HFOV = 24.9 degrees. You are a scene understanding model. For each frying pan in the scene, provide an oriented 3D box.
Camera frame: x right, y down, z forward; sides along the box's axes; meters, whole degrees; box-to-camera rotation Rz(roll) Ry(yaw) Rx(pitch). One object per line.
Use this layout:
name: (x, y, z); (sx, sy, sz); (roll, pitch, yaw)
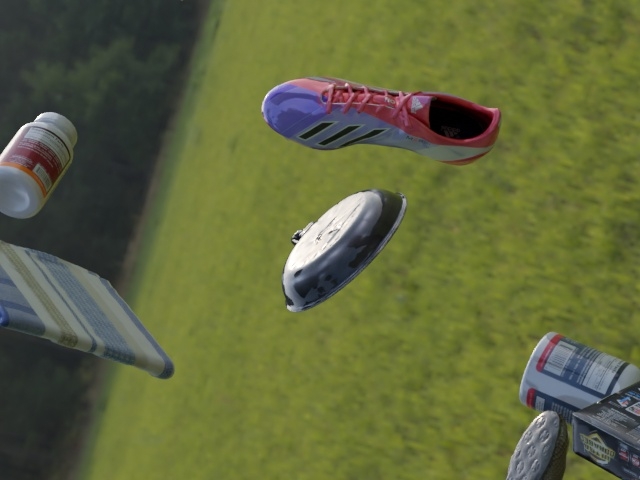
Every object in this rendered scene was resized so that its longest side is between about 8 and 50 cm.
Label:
frying pan: (0.022, -0.018, 1.805); (0.197, 0.053, 0.326); (-40, 17, 14)

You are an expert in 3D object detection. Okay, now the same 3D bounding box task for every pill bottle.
pill bottle: (0.363, 0.201, 1.897); (0.108, 0.180, 0.108); (-47, -30, -38)
pill bottle: (-0.392, -0.107, 1.986); (0.152, 0.086, 0.086); (-67, 0, -47)

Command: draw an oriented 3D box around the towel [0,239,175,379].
towel: (-0.311, 0.073, 1.689); (0.034, 0.285, 0.209); (-53, 52, 10)

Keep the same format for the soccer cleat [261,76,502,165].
soccer cleat: (0.066, -0.132, 1.502); (0.095, 0.248, 0.083); (126, 153, -67)

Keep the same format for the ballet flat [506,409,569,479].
ballet flat: (0.267, 0.336, 1.807); (0.084, 0.058, 0.249); (-16, 54, 62)

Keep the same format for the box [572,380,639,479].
box: (0.386, 0.200, 1.428); (0.220, 0.175, 0.051); (25, 128, 49)
